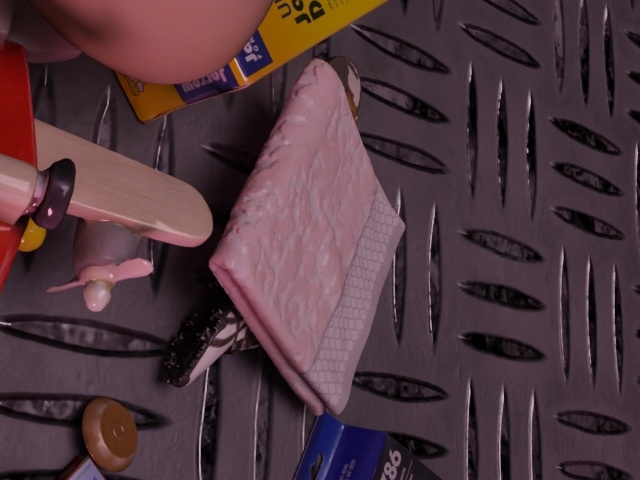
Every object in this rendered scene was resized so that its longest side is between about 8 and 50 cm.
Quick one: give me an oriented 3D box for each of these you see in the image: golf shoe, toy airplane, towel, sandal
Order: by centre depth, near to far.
[{"bbox_3d":[-0.336,-0.074,1.095,0.386,0.272,0.384,41,32,13],"label":"toy airplane"},{"bbox_3d":[-0.106,0.108,1.385,0.094,0.077,0.198,53,50,-24],"label":"golf shoe"},{"bbox_3d":[0.000,0.000,1.461,0.317,0.053,0.331,61,39,-41],"label":"towel"},{"bbox_3d":[0.010,-0.157,1.573,0.090,0.060,0.219,50,50,-27],"label":"sandal"}]

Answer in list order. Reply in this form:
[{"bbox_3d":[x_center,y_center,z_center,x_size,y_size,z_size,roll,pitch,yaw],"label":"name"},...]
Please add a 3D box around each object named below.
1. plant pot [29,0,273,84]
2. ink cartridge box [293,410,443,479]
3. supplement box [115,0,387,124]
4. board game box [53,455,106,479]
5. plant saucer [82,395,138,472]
[{"bbox_3d":[-0.151,-0.260,1.113,0.191,0.284,0.284,81,31,-46],"label":"plant pot"},{"bbox_3d":[0.097,0.368,1.547,0.333,0.065,0.165,41,55,-31],"label":"ink cartridge box"},{"bbox_3d":[-0.082,-0.311,1.416,0.356,0.194,0.195,-39,109,-43],"label":"supplement box"},{"bbox_3d":[-0.287,0.362,1.178,0.281,0.027,0.145,-47,114,-41],"label":"board game box"},{"bbox_3d":[-0.220,0.205,1.271,0.083,0.015,0.083,41,38,-42],"label":"plant saucer"}]
